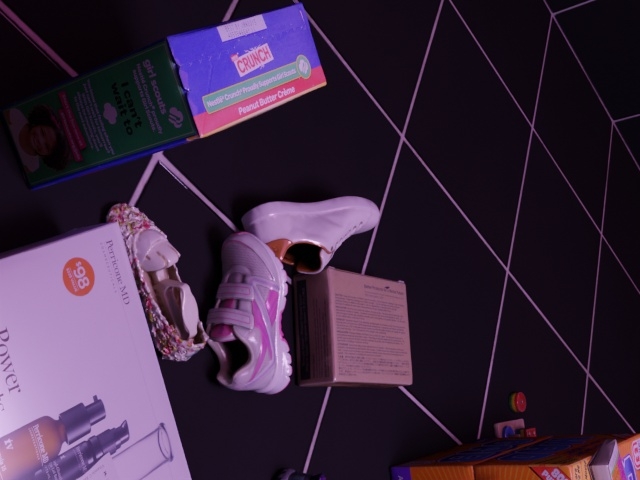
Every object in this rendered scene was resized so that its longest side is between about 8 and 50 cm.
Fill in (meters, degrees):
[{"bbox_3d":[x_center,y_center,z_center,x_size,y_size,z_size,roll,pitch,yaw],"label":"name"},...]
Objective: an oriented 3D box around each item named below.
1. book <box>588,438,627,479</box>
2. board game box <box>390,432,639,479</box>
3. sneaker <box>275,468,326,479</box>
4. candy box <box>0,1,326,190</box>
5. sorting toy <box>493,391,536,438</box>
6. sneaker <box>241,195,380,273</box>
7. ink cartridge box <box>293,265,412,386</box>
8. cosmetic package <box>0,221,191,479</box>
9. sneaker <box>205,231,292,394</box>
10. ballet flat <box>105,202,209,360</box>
[{"bbox_3d":[0.502,0.424,1.440,0.096,0.035,0.144,-27,102,-55],"label":"book"},{"bbox_3d":[0.391,0.567,1.578,0.356,0.356,0.356,3,78,-52],"label":"board game box"},{"bbox_3d":[0.016,0.451,1.343,0.224,0.098,0.083,56,43,-25],"label":"sneaker"},{"bbox_3d":[-0.194,-0.181,1.076,0.268,0.317,0.122,-33,106,-51],"label":"candy box"},{"bbox_3d":[0.452,0.487,1.933,0.132,0.046,0.274,8,74,-51],"label":"sorting toy"},{"bbox_3d":[0.000,0.000,1.434,0.290,0.106,0.123,-7,67,-42],"label":"sneaker"},{"bbox_3d":[0.059,0.160,1.491,0.234,0.088,0.193,14,68,-49],"label":"ink cartridge box"},{"bbox_3d":[-0.314,0.195,0.983,0.284,0.097,0.377,-27,105,-54],"label":"cosmetic package"},{"bbox_3d":[-0.114,0.111,1.271,0.111,0.103,0.252,-2,81,-54],"label":"sneaker"},{"bbox_3d":[-0.217,0.054,1.178,0.091,0.077,0.241,-35,107,-50],"label":"ballet flat"}]
